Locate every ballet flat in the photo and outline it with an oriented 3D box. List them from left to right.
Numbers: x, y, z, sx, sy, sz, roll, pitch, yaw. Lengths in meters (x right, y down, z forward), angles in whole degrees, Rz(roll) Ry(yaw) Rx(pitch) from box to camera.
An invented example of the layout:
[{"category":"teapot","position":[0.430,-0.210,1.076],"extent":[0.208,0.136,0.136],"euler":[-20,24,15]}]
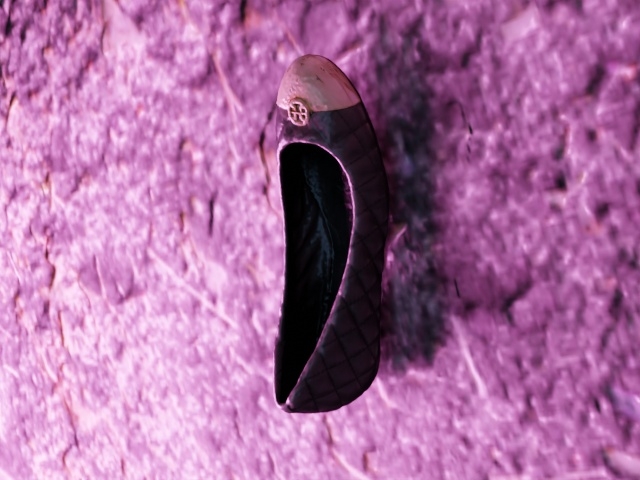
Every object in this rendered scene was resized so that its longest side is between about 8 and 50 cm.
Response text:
[{"category":"ballet flat","position":[0.000,0.000,0.670],"extent":[0.057,0.049,0.173],"euler":[10,109,45]}]
